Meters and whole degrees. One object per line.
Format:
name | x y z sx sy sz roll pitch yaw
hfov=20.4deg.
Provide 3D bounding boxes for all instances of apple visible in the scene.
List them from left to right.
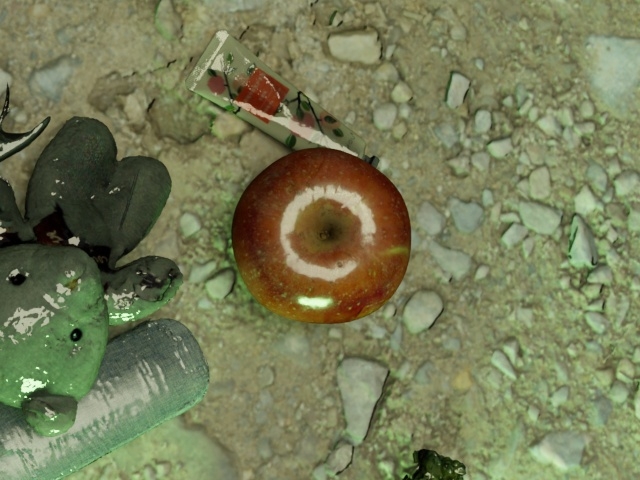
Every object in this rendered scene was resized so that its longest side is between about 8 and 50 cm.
apple | 0.000 0.000 1.947 0.201 0.162 0.201 2 80 -10

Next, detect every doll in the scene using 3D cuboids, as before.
doll | -0.263 0.012 1.819 0.246 0.158 0.340 35 63 -9

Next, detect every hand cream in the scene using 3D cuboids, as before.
hand cream | -0.037 -0.143 2.008 0.234 0.050 0.080 33 77 -9

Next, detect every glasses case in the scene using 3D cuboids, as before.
glasses case | -0.247 0.177 1.874 0.282 0.067 0.109 -28 86 -19

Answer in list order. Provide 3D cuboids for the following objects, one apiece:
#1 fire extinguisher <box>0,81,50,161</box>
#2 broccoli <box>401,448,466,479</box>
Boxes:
fire extinguisher | -0.480 -0.136 1.784 0.376 0.113 0.200 29 97 -10
broccoli | 0.031 0.322 1.948 0.304 0.145 0.165 -6 125 -12
